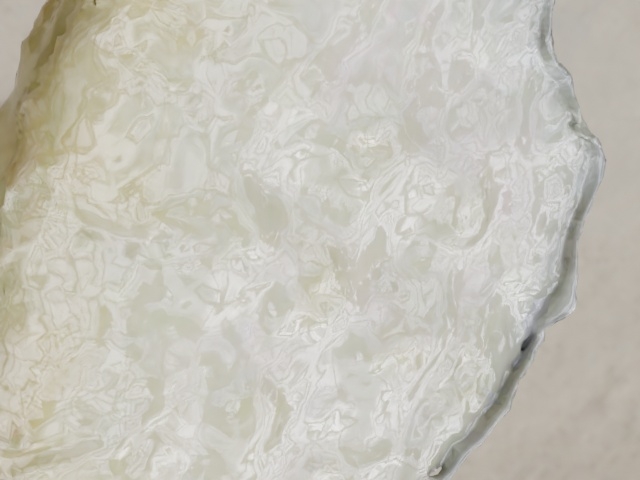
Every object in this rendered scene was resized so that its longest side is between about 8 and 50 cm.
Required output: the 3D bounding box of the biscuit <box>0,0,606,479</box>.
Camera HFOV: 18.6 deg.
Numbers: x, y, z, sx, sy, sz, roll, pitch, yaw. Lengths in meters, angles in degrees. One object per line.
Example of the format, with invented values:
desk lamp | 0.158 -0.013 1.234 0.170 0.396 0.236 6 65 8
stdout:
biscuit | 0.000 0.000 0.478 0.188 0.040 0.265 9 101 -40
